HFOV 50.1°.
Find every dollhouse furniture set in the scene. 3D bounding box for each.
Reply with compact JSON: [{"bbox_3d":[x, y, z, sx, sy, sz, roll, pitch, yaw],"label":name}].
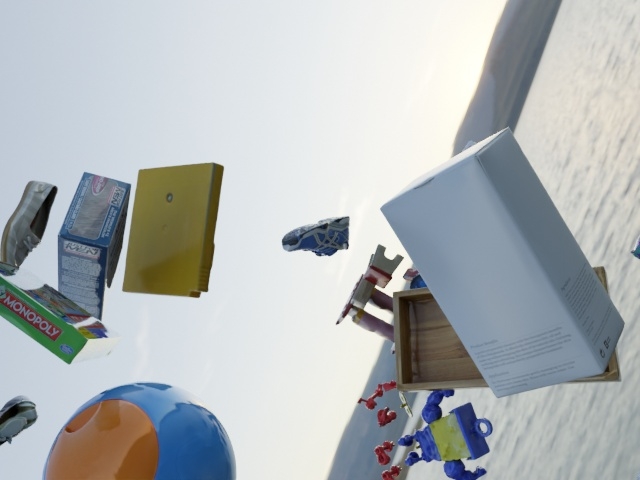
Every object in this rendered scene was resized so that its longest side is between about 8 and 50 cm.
[{"bbox_3d":[0.181,0.172,1.870,0.152,0.201,0.374,-62,-3,-20],"label":"dollhouse furniture set"}]

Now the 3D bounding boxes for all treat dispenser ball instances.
[{"bbox_3d":[-0.273,0.362,1.049,0.288,0.288,0.288,20,-90,-78],"label":"treat dispenser ball"}]

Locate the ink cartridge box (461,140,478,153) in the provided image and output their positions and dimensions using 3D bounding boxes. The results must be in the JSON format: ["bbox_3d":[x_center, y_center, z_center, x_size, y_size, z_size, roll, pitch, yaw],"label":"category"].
[{"bbox_3d":[0.373,-0.156,1.559,0.089,0.143,0.092,32,-86,-36],"label":"ink cartridge box"}]

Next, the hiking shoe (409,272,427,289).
[{"bbox_3d":[0.309,0.172,1.573,0.132,0.304,0.113,2,-57,-50],"label":"hiking shoe"}]

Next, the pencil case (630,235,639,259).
[{"bbox_3d":[0.988,0.049,1.996,0.065,0.151,0.070,-53,-19,-15],"label":"pencil case"}]

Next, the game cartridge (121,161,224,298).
[{"bbox_3d":[-0.364,-0.024,1.681,0.052,0.285,0.324,14,-100,-52],"label":"game cartridge"}]

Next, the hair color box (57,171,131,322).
[{"bbox_3d":[-0.501,0.029,1.506,0.347,0.105,0.174,119,162,-51],"label":"hair color box"}]

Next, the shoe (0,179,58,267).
[{"bbox_3d":[-0.615,-0.033,1.446,0.077,0.058,0.219,88,-171,-63],"label":"shoe"}]

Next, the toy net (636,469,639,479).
[{"bbox_3d":[0.497,0.272,0.805,0.232,0.045,0.122,-30,16,24],"label":"toy net"}]

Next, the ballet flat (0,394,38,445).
[{"bbox_3d":[-0.571,0.338,1.276,0.203,0.074,0.074,-35,-36,-83],"label":"ballet flat"}]

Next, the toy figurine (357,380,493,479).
[{"bbox_3d":[0.256,0.435,1.388,0.191,0.217,0.363,6,-120,-55],"label":"toy figurine"}]

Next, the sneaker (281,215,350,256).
[{"bbox_3d":[0.000,0.000,1.514,0.211,0.080,0.081,-17,-80,-45],"label":"sneaker"}]

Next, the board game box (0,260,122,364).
[{"bbox_3d":[-0.433,0.110,1.077,0.046,0.213,0.317,-55,2,-11],"label":"board game box"}]

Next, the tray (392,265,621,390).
[{"bbox_3d":[0.347,0.181,1.326,0.076,0.410,0.203,27,-122,-58],"label":"tray"}]

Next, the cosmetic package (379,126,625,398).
[{"bbox_3d":[0.282,0.039,1.061,0.196,0.366,0.155,-26,6,42],"label":"cosmetic package"}]
